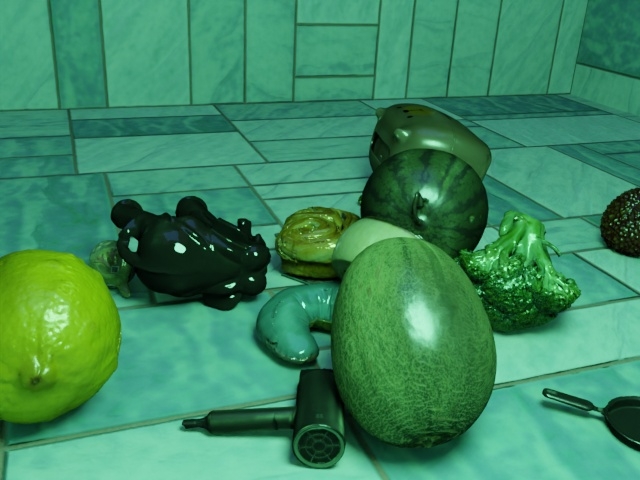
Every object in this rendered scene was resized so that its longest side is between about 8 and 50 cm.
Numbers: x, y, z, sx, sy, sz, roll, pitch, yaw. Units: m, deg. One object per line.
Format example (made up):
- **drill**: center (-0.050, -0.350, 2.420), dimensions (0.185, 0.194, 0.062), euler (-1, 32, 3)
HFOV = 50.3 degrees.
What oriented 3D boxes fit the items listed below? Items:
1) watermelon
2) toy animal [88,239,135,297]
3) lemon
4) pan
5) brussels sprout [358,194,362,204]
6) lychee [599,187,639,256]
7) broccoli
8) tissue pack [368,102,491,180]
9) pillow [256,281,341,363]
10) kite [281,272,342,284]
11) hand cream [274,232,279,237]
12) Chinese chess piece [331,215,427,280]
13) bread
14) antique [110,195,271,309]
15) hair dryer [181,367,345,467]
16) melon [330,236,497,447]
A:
- **watermelon**: center (0.224, -0.064, 1.489), dimensions (0.278, 0.279, 0.359), euler (8, 11, 10)
- **toy animal**: center (-0.429, 0.066, 1.439), dimensions (0.098, 0.137, 0.098), euler (-29, -9, -5)
- **lemon**: center (-0.431, 0.143, 1.038), dimensions (0.260, 0.261, 0.284), euler (-19, 28, -41)
- **pan**: center (0.475, 0.283, 1.100), dimensions (0.235, 0.028, 0.136), euler (14, 25, 16)
- **brussels sprout**: center (0.152, -0.119, 1.956), dimensions (0.083, 0.046, 0.051), euler (7, 6, 12)
- **lychee**: center (0.805, -0.050, 1.726), dimensions (0.188, 0.188, 0.188), euler (3, 24, -1)
- **broccoli**: center (0.384, 0.064, 1.366), dimensions (0.269, 0.242, 0.261), euler (25, -6, -24)
- **tissue pack**: center (0.284, -0.238, 1.940), dimensions (0.276, 0.268, 0.387), euler (14, 22, -13)
- **pillow**: center (-0.003, 0.153, 1.275), dimensions (0.233, 0.086, 0.214), euler (-4, 30, -11)
- **kite**: center (0.077, 0.072, 1.556), dimensions (0.335, 0.012, 0.314), euler (-2, 24, -13)
- **hand cream**: center (-0.070, -0.018, 1.735), dimensions (0.093, 0.019, 0.030), euler (-5, 23, -12)
- **Chinese chess piece**: center (0.143, 0.064, 1.297), dimensions (0.257, 0.257, 0.104), euler (22, 71, 37)
- **bread**: center (0.003, 0.000, 1.553), dimensions (0.198, 0.120, 0.236), euler (5, 23, 9)
- **antique**: center (-0.258, 0.023, 1.414), dimensions (0.322, 0.185, 0.255), euler (-1, 19, -29)
- **hair dryer**: center (-0.086, 0.258, 1.052), dimensions (0.248, 0.078, 0.196), euler (-2, 22, 1)
- **melon**: center (0.137, 0.150, 1.041), dimensions (0.248, 0.249, 0.329), euler (-1, 62, -8)
